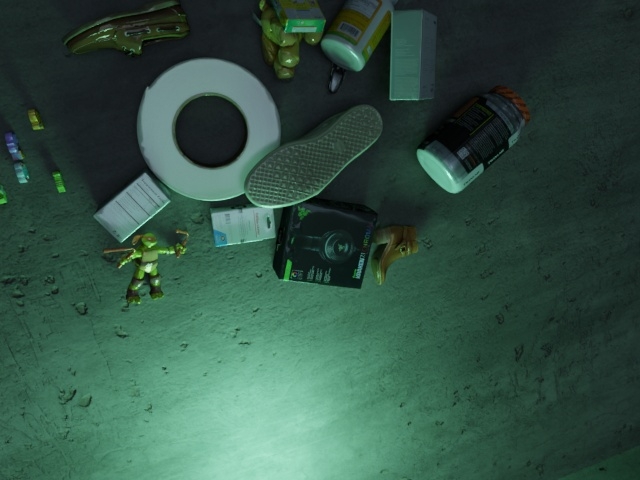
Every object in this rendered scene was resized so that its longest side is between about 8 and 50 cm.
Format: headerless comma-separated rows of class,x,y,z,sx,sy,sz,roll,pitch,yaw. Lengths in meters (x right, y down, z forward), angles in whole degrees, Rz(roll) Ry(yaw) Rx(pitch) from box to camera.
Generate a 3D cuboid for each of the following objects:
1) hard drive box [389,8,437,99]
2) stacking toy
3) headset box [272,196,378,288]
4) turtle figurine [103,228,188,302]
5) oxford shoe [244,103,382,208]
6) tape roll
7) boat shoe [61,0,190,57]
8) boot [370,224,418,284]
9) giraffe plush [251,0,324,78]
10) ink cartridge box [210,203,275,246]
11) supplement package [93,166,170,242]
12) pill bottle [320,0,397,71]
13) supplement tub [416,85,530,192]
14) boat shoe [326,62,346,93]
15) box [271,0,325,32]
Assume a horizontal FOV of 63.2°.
hard drive box,0.265,-0.519,1.471,0.089,0.181,0.232,7,108,23
stacking toy,-0.782,-0.213,1.342,0.167,0.052,0.221,-14,110,-11
headset box,0.000,0.000,1.581,0.283,0.131,0.246,9,103,-17
turtle figurine,-0.500,0.066,1.463,0.269,0.087,0.217,-17,127,-53
oxford shoe,-0.021,-0.237,1.487,0.449,0.130,0.169,-36,109,-13
tape roll,-0.305,-0.304,1.439,0.392,0.072,0.392,-5,108,-15
boat shoe,-0.480,-0.516,1.305,0.307,0.111,0.104,-24,110,-8
boot,0.246,0.046,1.698,0.152,0.073,0.197,-7,110,-18
giraffe plush,-0.067,-0.564,1.400,0.170,0.181,0.210,-22,75,-20
ink cartridge box,-0.229,-0.050,1.540,0.180,0.060,0.104,-8,107,-13
supplement package,-0.511,-0.100,1.422,0.179,0.105,0.105,-40,112,-2
pill bottle,0.118,-0.603,1.425,0.136,0.136,0.245,34,84,-22
supplement tub,0.467,-0.311,1.588,0.316,0.193,0.193,-41,112,0
boat shoe,0.051,-0.485,1.502,0.046,0.038,0.125,19,100,-20
box,-0.066,-0.596,1.305,0.105,0.179,0.043,-9,153,-22
